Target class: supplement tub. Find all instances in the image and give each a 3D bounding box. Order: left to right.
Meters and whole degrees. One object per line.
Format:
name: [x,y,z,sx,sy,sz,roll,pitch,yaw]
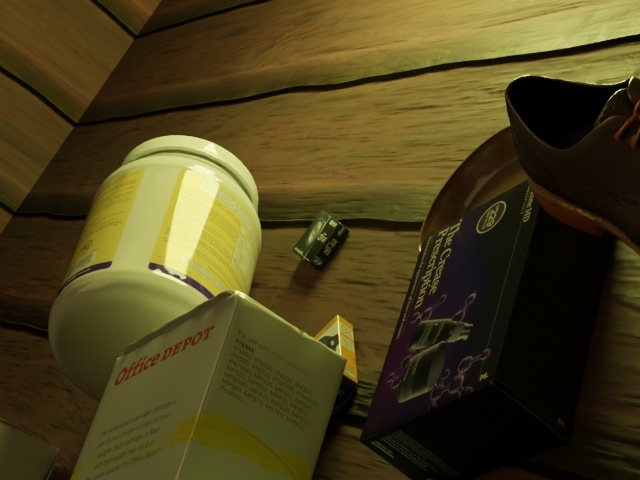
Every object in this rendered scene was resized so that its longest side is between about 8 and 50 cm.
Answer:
supplement tub: [-0.209,0.039,2.200,0.241,0.241,0.331,-38,25,34]

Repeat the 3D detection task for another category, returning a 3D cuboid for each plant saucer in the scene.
plant saucer: [0.185,-0.040,1.789,0.198,0.036,0.198,-43,23,23]

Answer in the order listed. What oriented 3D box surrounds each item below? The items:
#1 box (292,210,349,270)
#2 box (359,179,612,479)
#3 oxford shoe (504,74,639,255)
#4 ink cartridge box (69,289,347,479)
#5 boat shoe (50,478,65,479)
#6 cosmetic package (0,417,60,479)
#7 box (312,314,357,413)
box: [0.000,0.000,2.136,0.067,0.018,0.083,-53,21,1]
box: [0.159,0.084,1.558,0.184,0.103,0.261,-28,32,43]
oxford shoe: [0.287,-0.055,1.375,0.364,0.133,0.130,20,64,48]
ink cartridge box: [-0.151,0.280,1.770,0.279,0.160,0.384,-28,37,50]
boat shoe: [-0.308,0.353,2.115,0.109,0.089,0.258,-34,26,41]
cosmetic package: [-0.460,0.347,2.240,0.129,0.153,0.296,-66,6,-29]
box: [0.004,0.151,1.873,0.081,0.028,0.136,-45,21,21]
